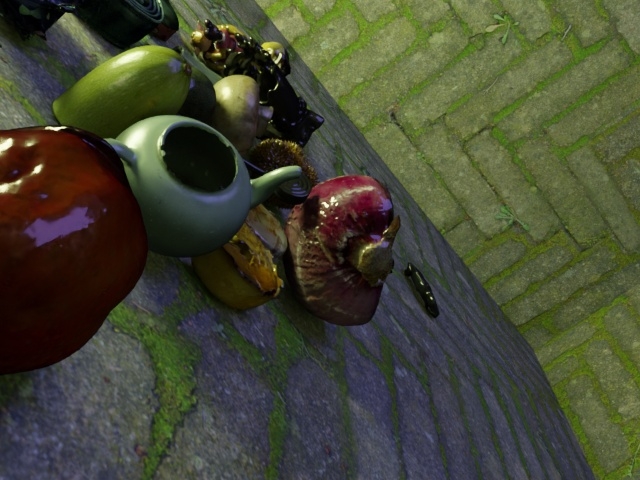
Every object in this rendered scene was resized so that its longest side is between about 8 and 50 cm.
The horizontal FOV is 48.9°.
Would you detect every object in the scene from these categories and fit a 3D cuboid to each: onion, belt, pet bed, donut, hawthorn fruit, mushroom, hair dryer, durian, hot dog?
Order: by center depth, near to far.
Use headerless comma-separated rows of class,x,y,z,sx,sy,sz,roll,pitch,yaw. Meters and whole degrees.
hawthorn fruit,-0.242,0.010,0.535,0.189,0.189,0.251,52,19,-8
donut,-0.120,0.039,1.044,0.146,0.078,0.181,51,11,-16
hot dog,-0.153,-0.050,1.159,0.253,0.069,0.131,44,27,-24
belt,-0.398,-0.481,1.266,0.267,0.116,0.206,47,21,-32
onion,0.000,0.000,1.281,0.159,0.267,0.349,7,10,-19
mushroom,-0.161,-0.233,1.347,0.127,0.166,0.166,15,27,-12
durian,-0.076,-0.134,1.450,0.158,0.137,0.168,26,15,-17
hair dryer,-0.266,-0.357,1.467,0.267,0.092,0.229,51,6,25
pet bed,-0.382,-0.525,1.530,0.201,0.053,0.201,49,15,-18

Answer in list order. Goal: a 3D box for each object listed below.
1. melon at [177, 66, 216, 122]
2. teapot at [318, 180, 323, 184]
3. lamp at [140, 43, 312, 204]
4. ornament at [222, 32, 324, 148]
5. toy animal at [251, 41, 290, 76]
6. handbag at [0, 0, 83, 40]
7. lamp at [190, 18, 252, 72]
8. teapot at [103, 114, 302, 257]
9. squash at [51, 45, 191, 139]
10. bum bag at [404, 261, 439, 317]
melon,-0.246,-0.248,1.218,0.114,0.114,0.167,56,17,7
teapot,-0.005,-0.100,1.739,0.083,0.057,0.067,-92,172,-55
lamp,-0.166,-0.179,1.096,0.371,0.108,0.130,33,39,-5
ornament,-0.134,-0.328,1.512,0.260,0.106,0.251,50,-14,-32
toy animal,-0.135,-0.367,1.726,0.121,0.169,0.233,8,61,-70
handbag,-0.424,-0.391,1.005,0.162,0.113,0.260,50,13,-37
lamp,-0.247,-0.472,1.722,0.118,0.118,0.253,58,19,16
teapot,-0.178,-0.076,0.897,0.294,0.129,0.193,7,56,-35
squash,-0.256,-0.195,0.951,0.123,0.187,0.123,50,21,-27
bum bag,0.304,0.146,2.130,0.087,0.049,0.197,75,-10,-58
